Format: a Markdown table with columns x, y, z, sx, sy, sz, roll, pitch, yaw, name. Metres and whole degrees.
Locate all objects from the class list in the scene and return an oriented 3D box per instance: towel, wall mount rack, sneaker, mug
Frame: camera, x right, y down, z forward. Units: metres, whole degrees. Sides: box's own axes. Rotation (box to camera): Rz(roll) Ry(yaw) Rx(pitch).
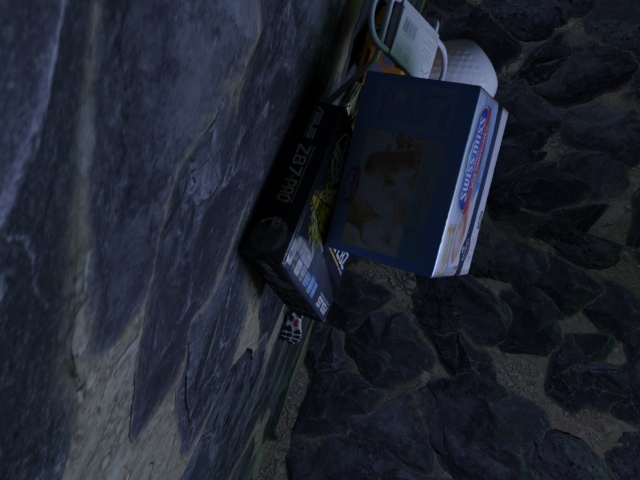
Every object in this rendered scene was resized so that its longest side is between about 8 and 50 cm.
| x | y | z | sx | sy | sz | roll | pitch | yaw | name |
| --- | --- | --- | --- | --- | --- | --- | --- | --- | --- |
| 0.077 | -0.359 | 1.600 | 0.110 | 0.027 | 0.148 | 104 | 8 | -53 | towel |
| 0.132 | -0.368 | 1.270 | 0.350 | 0.130 | 0.304 | 16 | 91 | -55 | wall mount rack |
| -0.082 | 0.258 | 1.944 | 0.071 | 0.068 | 0.170 | -71 | 177 | -65 | sneaker |
| 0.288 | -0.444 | 1.716 | 0.328 | 0.374 | 0.276 | -32 | 162 | 1 | mug |

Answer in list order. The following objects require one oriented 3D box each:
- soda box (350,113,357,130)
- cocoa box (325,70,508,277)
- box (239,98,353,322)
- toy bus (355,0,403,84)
| x | y | z | sx | sy | sz | roll | pitch | yaw | name |
| --- | --- | --- | --- | --- | --- | --- | --- | --- | --- |
| 0.100 | -0.294 | 1.643 | 0.058 | 0.061 | 0.181 | -61 | -174 | -1 | soda box |
| 0.190 | -0.122 | 1.172 | 0.228 | 0.231 | 0.347 | 2 | 103 | -62 | cocoa box |
| -0.010 | -0.039 | 1.213 | 0.395 | 0.097 | 0.318 | 65 | 46 | -65 | box |
| 0.178 | -0.506 | 1.540 | 0.332 | 0.130 | 0.108 | -64 | 171 | -47 | toy bus |
